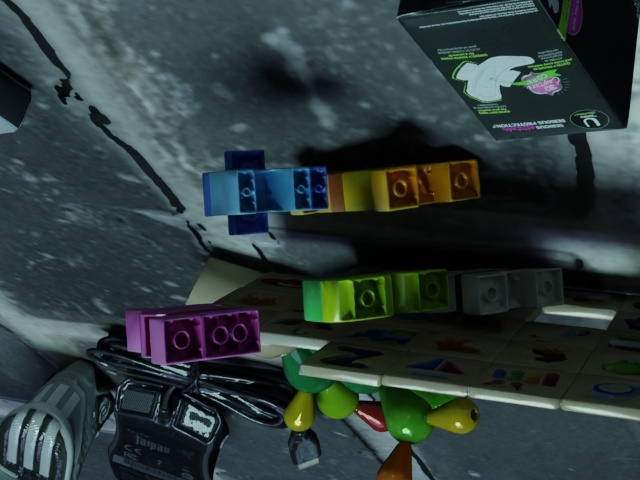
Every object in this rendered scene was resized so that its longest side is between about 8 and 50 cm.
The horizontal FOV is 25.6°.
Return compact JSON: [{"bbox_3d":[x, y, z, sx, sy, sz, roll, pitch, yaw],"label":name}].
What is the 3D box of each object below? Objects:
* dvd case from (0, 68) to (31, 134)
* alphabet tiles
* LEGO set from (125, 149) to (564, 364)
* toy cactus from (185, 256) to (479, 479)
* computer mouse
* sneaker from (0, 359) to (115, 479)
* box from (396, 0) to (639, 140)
[{"bbox_3d":[-0.289,-0.095,0.714,0.238,0.030,0.179,-4,152,38],"label":"dvd case"},{"bbox_3d":[0.061,0.043,0.708,0.237,0.009,0.198,5,-167,19],"label":"alphabet tiles"},{"bbox_3d":[0.000,0.000,0.668,0.227,0.087,0.093,-5,-178,-36],"label":"LEGO set"},{"bbox_3d":[0.001,0.074,0.861,0.180,0.112,0.219,27,171,-3],"label":"toy cactus"},{"bbox_3d":[-0.084,0.149,1.139,0.184,0.060,0.262,15,147,8],"label":"computer mouse"},{"bbox_3d":[-0.221,0.190,1.194,0.086,0.132,0.229,26,130,4],"label":"sneaker"},{"bbox_3d":[0.071,-0.082,0.485,0.052,0.062,0.083,-3,152,32],"label":"box"}]
